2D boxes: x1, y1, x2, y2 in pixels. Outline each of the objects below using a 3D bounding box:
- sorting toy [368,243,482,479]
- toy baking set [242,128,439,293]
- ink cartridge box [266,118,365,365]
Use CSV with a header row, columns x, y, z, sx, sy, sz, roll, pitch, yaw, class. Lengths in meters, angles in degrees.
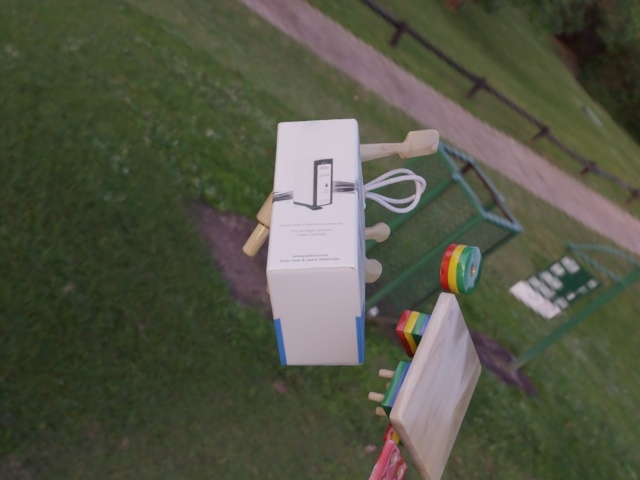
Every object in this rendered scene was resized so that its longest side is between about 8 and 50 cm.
x,y,z,sx,sy,sz,roll,pitch,yaw,class
0.090,0.141,0.964,0.274,0.046,0.132,-64,147,-29,sorting toy
0.026,-0.041,1.232,0.197,0.256,0.030,22,12,-40,toy baking set
0.000,0.000,1.047,0.148,0.086,0.203,83,6,-46,ink cartridge box
